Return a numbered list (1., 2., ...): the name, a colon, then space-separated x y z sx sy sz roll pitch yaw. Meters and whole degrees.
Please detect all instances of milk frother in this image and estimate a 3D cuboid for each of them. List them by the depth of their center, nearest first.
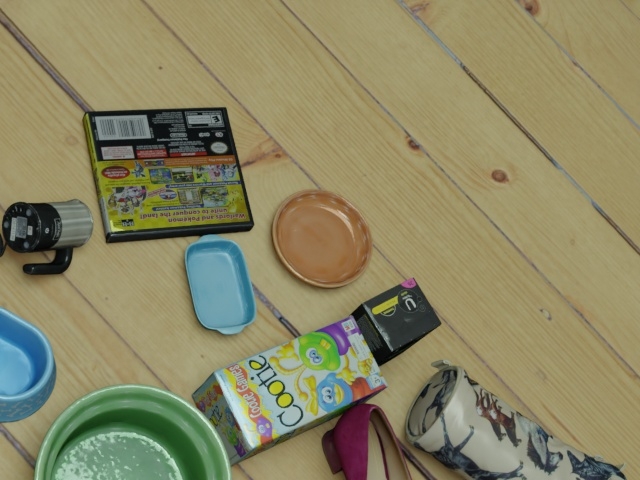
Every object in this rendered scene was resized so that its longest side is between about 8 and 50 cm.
1. milk frother: -0.483 -0.018 1.976 0.143 0.129 0.134 29 16 24

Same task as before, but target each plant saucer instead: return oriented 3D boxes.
1. plant saucer: 0.000 0.000 2.200 0.200 0.037 0.200 9 64 -18

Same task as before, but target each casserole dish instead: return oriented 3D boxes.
1. casserole dish: -0.181 0.082 2.086 0.114 0.037 0.188 -5 68 -25

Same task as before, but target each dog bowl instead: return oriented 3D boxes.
1. dog bowl: -0.555 0.165 1.867 0.297 0.074 0.166 31 59 -6

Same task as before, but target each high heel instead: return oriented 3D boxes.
1. high heel: 0.126 0.454 1.956 0.127 0.181 0.377 -27 79 -30

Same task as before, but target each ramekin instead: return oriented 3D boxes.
1. ramekin: -0.301 0.387 1.826 0.303 0.148 0.303 9 64 -19

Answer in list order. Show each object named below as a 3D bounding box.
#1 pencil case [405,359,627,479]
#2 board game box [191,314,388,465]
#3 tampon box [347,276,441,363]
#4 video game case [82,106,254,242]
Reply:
1. pencil case: 0.347 0.380 2.099 0.410 0.160 0.183 34 49 -6
2. board game box: -0.052 0.255 1.997 0.275 0.144 0.142 -20 76 -29
3. tampon box: 0.114 0.156 2.102 0.120 0.161 0.101 -25 78 -31
4. video game case: -0.276 -0.124 2.143 0.274 0.035 0.248 -5 68 -26
